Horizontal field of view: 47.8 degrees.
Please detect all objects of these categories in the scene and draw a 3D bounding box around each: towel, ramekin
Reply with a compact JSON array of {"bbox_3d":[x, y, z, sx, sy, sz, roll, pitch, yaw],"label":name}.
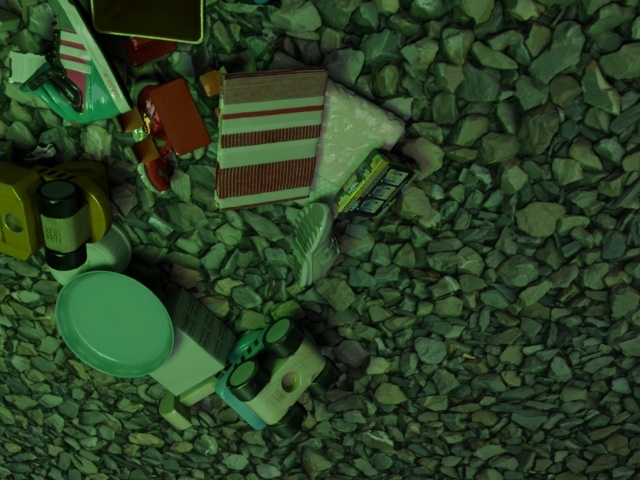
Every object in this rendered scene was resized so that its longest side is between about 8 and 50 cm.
[{"bbox_3d":[-0.111,-0.218,1.569,0.237,0.037,0.329,-10,131,-23],"label":"towel"},{"bbox_3d":[-0.597,0.040,1.854,0.207,0.109,0.207,2,125,3],"label":"ramekin"},{"bbox_3d":[-0.025,-0.226,1.663,0.331,0.053,0.317,26,122,-15],"label":"towel"}]

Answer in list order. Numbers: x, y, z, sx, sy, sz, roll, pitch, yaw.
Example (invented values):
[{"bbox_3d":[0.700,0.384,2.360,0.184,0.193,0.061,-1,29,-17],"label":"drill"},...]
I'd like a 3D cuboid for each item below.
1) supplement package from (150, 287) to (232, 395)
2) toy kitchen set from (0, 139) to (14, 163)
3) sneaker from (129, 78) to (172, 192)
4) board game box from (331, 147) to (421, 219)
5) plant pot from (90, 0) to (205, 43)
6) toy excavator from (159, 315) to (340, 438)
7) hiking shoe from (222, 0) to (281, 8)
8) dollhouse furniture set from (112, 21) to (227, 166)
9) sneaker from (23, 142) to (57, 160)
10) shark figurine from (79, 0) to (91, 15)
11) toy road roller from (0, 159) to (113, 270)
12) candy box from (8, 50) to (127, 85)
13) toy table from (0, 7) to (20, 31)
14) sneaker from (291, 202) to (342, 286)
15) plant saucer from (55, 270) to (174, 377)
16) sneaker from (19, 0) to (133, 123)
[{"bbox_3d":[-0.386,0.279,1.980,0.194,0.149,0.203,-32,117,24],"label":"supplement package"},{"bbox_3d":[-0.833,-0.141,1.736,0.166,0.122,0.207,11,125,-4],"label":"toy kitchen set"},{"bbox_3d":[-0.364,-0.231,1.654,0.118,0.107,0.279,-2,125,-1],"label":"sneaker"},{"bbox_3d":[0.130,-0.129,1.681,0.141,0.048,0.170,10,131,-43],"label":"board game box"},{"bbox_3d":[-0.312,-0.524,1.392,0.212,0.187,0.212,7,125,0],"label":"plant pot"},{"bbox_3d":[-0.222,0.396,2.027,0.433,0.445,0.222,-48,115,-15],"label":"toy excavator"},{"bbox_3d":[-0.104,-0.543,1.357,0.132,0.113,0.304,7,170,-14],"label":"hiking shoe"},{"bbox_3d":[-0.316,-0.309,1.515,0.262,0.135,0.259,-25,100,-10],"label":"dollhouse furniture set"},{"bbox_3d":[-0.675,-0.214,1.734,0.083,0.032,0.037,-11,110,6],"label":"sneaker"},{"bbox_3d":[-0.538,-0.559,1.432,0.166,0.116,0.278,-29,120,20],"label":"shark figurine"},{"bbox_3d":[-0.646,-0.091,1.708,0.329,0.241,0.203,15,125,12],"label":"toy road roller"},{"bbox_3d":[-0.529,-0.355,1.534,0.196,0.165,0.070,5,100,0],"label":"candy box"},{"bbox_3d":[-0.747,-0.465,1.452,0.161,0.252,0.274,38,129,-1],"label":"toy table"},{"bbox_3d":[0.000,0.000,1.787,0.115,0.105,0.281,-13,148,-21],"label":"sneaker"},{"bbox_3d":[-0.519,0.209,1.846,0.317,0.044,0.318,4,116,8],"label":"plant saucer"},{"bbox_3d":[-0.507,-0.351,1.394,0.178,0.124,0.296,-27,97,-2],"label":"sneaker"}]
